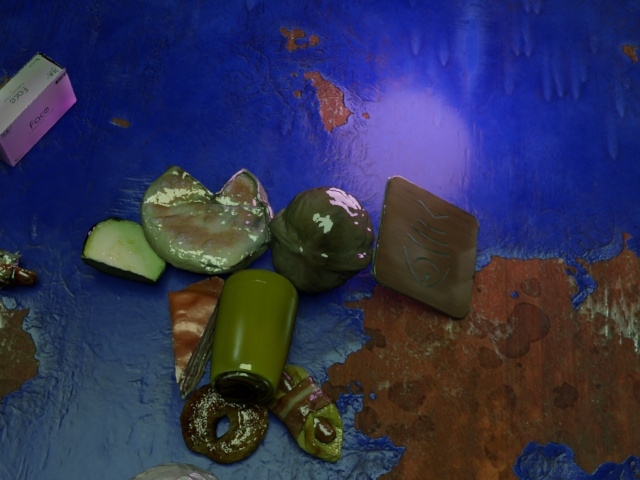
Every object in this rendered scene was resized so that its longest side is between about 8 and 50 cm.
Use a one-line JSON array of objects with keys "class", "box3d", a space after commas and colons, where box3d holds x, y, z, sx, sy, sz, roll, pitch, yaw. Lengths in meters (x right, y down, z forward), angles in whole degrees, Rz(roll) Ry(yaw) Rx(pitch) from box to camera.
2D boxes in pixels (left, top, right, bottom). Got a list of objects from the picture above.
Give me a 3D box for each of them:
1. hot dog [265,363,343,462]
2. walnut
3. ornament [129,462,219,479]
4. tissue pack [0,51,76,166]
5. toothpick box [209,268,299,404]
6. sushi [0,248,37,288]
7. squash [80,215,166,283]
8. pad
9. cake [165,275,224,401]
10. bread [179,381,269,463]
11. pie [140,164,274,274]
[{"class": "hot dog", "box3d": [-0.035, 0.360, 1.817, 0.123, 0.093, 0.261, -39, 72, -23]}, {"class": "walnut", "box3d": [-0.002, -0.002, 1.908, 0.248, 0.248, 0.248, 2, 64, -3]}, {"class": "ornament", "box3d": [-0.282, 0.546, 1.621, 0.259, 0.259, 0.225, 0, 69, -4]}, {"class": "tissue pack", "box3d": [-0.722, -0.320, 2.072, 0.092, 0.148, 0.246, 32, 68, 10]}, {"class": "toothpick box", "box3d": [-0.146, 0.211, 1.805, 0.175, 0.175, 0.271, 8, 49, 0]}, {"class": "sushi", "box3d": [-0.757, 0.057, 1.914, 0.226, 0.097, 0.103, 15, 69, -13]}, {"class": "squash", "box3d": [-0.457, 0.036, 1.963, 0.192, 0.085, 0.184, 22, 34, -13]}, {"class": "pad", "box3d": [0.252, 0.017, 1.975, 0.287, 0.018, 0.284, 25, 61, -24]}, {"class": "cake", "box3d": [-0.294, 0.213, 1.873, 0.135, 0.098, 0.287, 10, 59, 0]}, {"class": "bread", "box3d": [-0.205, 0.384, 1.812, 0.193, 0.064, 0.193, 1, 67, -3]}, {"class": "pie", "box3d": [-0.267, -0.048, 2.000, 0.338, 0.075, 0.337, 3, 57, -5]}]
